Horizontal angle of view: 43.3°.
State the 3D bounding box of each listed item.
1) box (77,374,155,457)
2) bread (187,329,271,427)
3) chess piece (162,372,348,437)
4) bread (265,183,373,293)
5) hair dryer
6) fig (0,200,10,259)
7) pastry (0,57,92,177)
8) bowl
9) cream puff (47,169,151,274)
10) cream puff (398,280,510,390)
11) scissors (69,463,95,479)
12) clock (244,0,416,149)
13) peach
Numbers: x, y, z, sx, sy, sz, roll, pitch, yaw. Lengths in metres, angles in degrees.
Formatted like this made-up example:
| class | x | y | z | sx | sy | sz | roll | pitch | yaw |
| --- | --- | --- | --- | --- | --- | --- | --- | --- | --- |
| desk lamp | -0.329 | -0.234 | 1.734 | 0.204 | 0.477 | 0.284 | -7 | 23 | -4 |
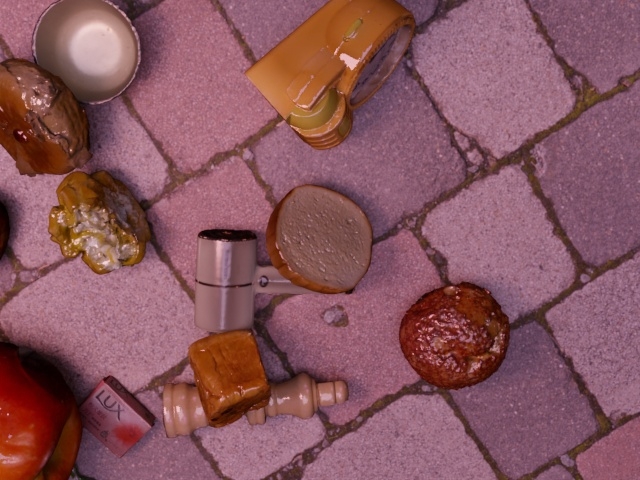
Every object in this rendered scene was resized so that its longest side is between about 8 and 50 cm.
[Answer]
| class | x | y | z | sx | sy | sz | roll | pitch | yaw |
| --- | --- | --- | --- | --- | --- | --- | --- | --- | --- |
| box | -0.449 | 0.386 | 1.762 | 0.156 | 0.060 | 0.111 | 44 | 95 | -9 |
| bread | -0.183 | 0.278 | 1.640 | 0.143 | 0.149 | 0.158 | -19 | 59 | -13 |
| chess piece | -0.136 | 0.349 | 1.740 | 0.397 | 0.117 | 0.117 | -5 | 100 | -2 |
| bread | 0.000 | 0.000 | 1.646 | 0.236 | 0.070 | 0.236 | 7 | 71 | -22 |
| hair dryer | -0.081 | 0.086 | 1.698 | 0.362 | 0.128 | 0.203 | 2 | 100 | -10 |
| fig | -0.757 | -0.059 | 1.624 | 0.190 | 0.190 | 0.290 | -43 | 82 | 6 |
| pastry | -0.561 | -0.231 | 1.556 | 0.235 | 0.121 | 0.257 | 14 | 139 | 31 |
| bowl | -0.450 | -0.374 | 1.595 | 0.211 | 0.112 | 0.211 | 0 | 99 | -2 |
| cream puff | -0.458 | -0.034 | 1.638 | 0.194 | 0.195 | 0.221 | -35 | 111 | 5 |
| cream puff | 0.290 | 0.206 | 1.703 | 0.240 | 0.164 | 0.240 | 0 | 95 | -4 |
| scissors | -0.563 | 0.517 | 1.798 | 0.101 | 0.027 | 0.204 | -25 | 102 | 2 |
| clock | 0.036 | -0.345 | 1.556 | 0.200 | 0.244 | 0.317 | 43 | 93 | 7 |
| peach | -0.656 | 0.361 | 1.606 | 0.406 | 0.335 | 0.310 | 37 | 96 | 12 |
